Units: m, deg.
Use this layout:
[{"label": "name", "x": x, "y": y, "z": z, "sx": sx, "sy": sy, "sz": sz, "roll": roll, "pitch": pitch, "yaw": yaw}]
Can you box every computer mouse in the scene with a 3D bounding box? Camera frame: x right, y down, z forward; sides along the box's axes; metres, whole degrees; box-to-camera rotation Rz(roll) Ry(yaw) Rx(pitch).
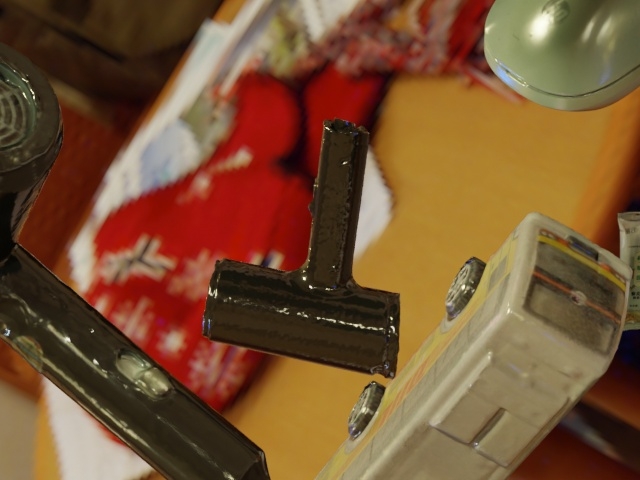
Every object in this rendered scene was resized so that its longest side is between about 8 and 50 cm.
[{"label": "computer mouse", "x": 0.265, "y": -0.235, "z": 1.709, "sx": 0.288, "sy": 0.097, "sz": 0.159, "roll": -47, "pitch": 57, "yaw": -6}]

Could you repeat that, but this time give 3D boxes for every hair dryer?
[{"label": "hair dryer", "x": 0.000, "y": 0.000, "z": 1.907, "sx": 0.089, "sy": 0.197, "sz": 0.251, "roll": -81, "pitch": 2, "yaw": -73}, {"label": "hair dryer", "x": -0.090, "y": 0.032, "z": 0.718, "sx": 0.071, "sy": 0.219, "sz": 0.124, "roll": -45, "pitch": -4, "yaw": -42}]

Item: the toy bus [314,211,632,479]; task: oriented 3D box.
[{"label": "toy bus", "x": 0.083, "y": 0.107, "z": 1.185, "sx": 0.268, "sy": 0.092, "sz": 0.106, "roll": -53, "pitch": 11, "yaw": 35}]

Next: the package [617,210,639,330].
[{"label": "package", "x": 0.273, "y": 0.027, "z": 1.687, "sx": 0.015, "sy": 0.037, "sz": 0.110, "roll": -94, "pitch": 2, "yaw": -69}]
